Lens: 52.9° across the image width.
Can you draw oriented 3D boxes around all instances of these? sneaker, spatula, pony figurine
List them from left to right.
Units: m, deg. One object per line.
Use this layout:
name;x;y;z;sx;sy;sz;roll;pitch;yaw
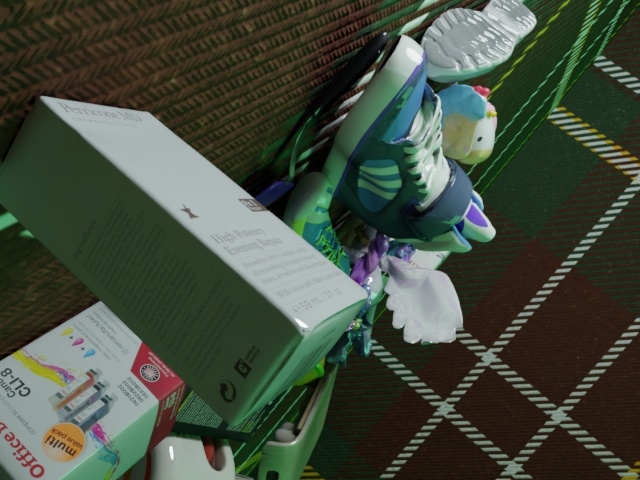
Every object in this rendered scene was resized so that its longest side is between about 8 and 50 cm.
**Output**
spatula;-0.016;-0.123;0.755;0.296;0.030;0.084;-53;172;12
sneaker;0.000;0.000;0.903;0.240;0.126;0.091;123;-15;-54
pony figurine;0.076;0.070;1.158;0.363;0.302;0.351;109;-7;-48
sneaker;0.136;-0.092;0.796;0.130;0.236;0.323;-60;180;-24
sneaker;0.226;-0.275;0.957;0.281;0.105;0.115;-32;165;-42

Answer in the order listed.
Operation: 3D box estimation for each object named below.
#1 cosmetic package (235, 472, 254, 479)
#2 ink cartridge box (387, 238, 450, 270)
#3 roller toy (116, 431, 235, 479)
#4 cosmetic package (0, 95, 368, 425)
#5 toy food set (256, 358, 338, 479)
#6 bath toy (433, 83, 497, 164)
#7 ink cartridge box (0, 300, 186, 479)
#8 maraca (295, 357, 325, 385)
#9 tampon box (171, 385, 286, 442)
cosmetic package;-0.196;0.550;1.235;0.309;0.113;0.160;96;8;-60
ink cartridge box;0.257;-0.003;1.643;0.218;0.158;0.092;-47;166;-11
roller toy;-0.218;0.302;0.813;0.146;0.191;0.209;33;58;-47
cosmetic package;-0.092;0.003;0.433;0.085;0.231;0.117;-54;166;18
toy food set;-0.054;0.365;1.287;0.306;0.092;0.220;-56;161;-53
bath toy;0.222;-0.192;1.036;0.129;0.151;0.348;-50;173;20
ink cartridge box;-0.244;0.173;0.622;0.176;0.128;0.127;-37;161;-43
maraca;-0.060;0.160;0.957;0.099;0.127;0.185;-50;-162;-21
tampon box;-0.146;0.173;0.821;0.101;0.120;0.161;-53;138;6
